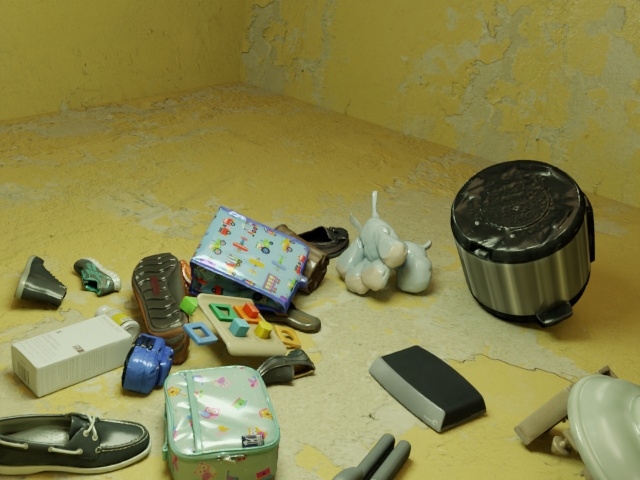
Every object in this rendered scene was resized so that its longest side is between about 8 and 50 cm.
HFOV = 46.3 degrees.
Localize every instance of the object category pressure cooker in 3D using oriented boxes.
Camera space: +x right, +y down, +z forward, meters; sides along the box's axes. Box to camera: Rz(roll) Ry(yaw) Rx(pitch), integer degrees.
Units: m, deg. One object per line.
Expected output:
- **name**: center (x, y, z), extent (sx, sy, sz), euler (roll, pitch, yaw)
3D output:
- **pressure cooker**: center (0.574, 0.024, 2.132), extent (0.376, 0.420, 0.370), euler (13, 56, 32)

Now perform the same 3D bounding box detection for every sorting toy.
- **sorting toy**: center (-0.182, 0.195, 1.793), extent (0.348, 0.047, 0.196), euler (12, 29, -45)

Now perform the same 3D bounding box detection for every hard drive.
- **hard drive**: center (0.252, 0.338, 1.762), extent (0.172, 0.054, 0.255), euler (-11, 31, -34)

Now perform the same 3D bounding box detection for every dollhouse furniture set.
- **dollhouse furniture set**: center (0.608, 0.483, 1.581), extent (0.303, 0.174, 0.355), euler (-9, 57, -48)

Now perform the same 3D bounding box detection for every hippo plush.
- **hippo plush**: center (0.200, 0.063, 2.228), extent (0.237, 0.234, 0.294), euler (29, 28, -34)

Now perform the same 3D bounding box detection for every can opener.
- **can opener**: center (0.098, 0.452, 1.442), extent (0.074, 0.093, 0.280), euler (20, 22, 25)

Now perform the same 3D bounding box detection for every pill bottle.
- **pill bottle**: center (-0.495, 0.201, 1.809), extent (0.116, 0.065, 0.065), euler (28, 31, 36)

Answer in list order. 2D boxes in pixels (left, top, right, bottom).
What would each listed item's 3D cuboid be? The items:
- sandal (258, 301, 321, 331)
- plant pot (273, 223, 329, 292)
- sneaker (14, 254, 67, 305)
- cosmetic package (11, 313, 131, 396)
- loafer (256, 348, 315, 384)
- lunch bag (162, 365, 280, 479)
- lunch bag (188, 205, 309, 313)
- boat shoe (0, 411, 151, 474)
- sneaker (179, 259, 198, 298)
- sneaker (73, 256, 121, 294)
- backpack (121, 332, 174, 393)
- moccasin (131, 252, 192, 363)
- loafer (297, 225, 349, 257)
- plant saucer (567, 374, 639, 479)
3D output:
- **sandal**: center (-0.100, 0.183, 1.978), extent (0.219, 0.060, 0.090), euler (17, 26, 18)
- **plant pot**: center (-0.074, 0.062, 2.146), extent (0.165, 0.167, 0.167), euler (27, 30, 19)
- **sneaker**: center (-0.717, 0.112, 1.942), extent (0.118, 0.083, 0.222), euler (21, 14, -19)
- **cosmetic package**: center (-0.550, 0.251, 1.665), extent (0.117, 0.085, 0.231), euler (28, 32, 35)
- **loafer**: center (-0.083, 0.301, 1.735), extent (0.170, 0.062, 0.061), euler (-18, 41, -42)
- **lunch bag**: center (-0.207, 0.367, 1.494), extent (0.224, 0.107, 0.279), euler (0, 26, -17)
- **lunch bag**: center (-0.172, 0.062, 1.984), extent (0.293, 0.138, 0.221), euler (17, 46, 5)
- **boat shoe**: center (-0.472, 0.375, 1.414), extent (0.303, 0.091, 0.114), euler (-3, 27, -22)
- **sneaker**: center (-0.346, 0.114, 2.059), extent (0.067, 0.064, 0.175), euler (-6, 39, -35)
- **sneaker**: center (-0.614, 0.097, 2.004), extent (0.166, 0.065, 0.076), euler (21, 32, 29)
- **backpack**: center (-0.382, 0.275, 1.650), extent (0.101, 0.098, 0.120), euler (12, 24, 0)
- **moccasin**: center (-0.385, 0.159, 1.872), extent (0.139, 0.147, 0.380), euler (-17, 36, -16)
- **loafer**: center (0.000, 0.000, 2.358), extent (0.109, 0.095, 0.302), euler (24, 29, 29)
- **plant saucer**: center (0.672, 0.417, 1.475), extent (0.400, 0.100, 0.400), euler (25, 36, -19)
